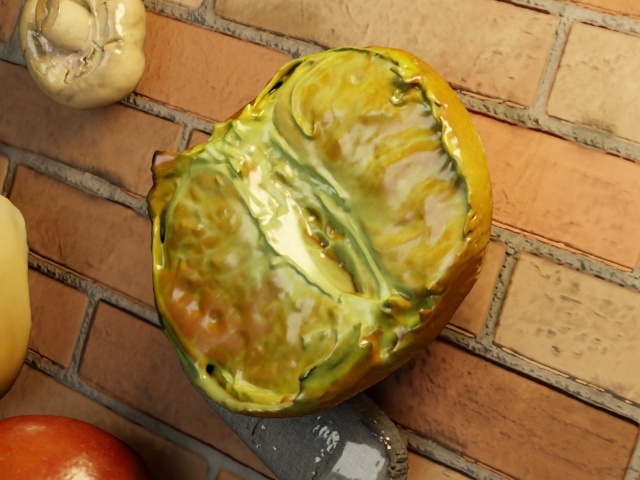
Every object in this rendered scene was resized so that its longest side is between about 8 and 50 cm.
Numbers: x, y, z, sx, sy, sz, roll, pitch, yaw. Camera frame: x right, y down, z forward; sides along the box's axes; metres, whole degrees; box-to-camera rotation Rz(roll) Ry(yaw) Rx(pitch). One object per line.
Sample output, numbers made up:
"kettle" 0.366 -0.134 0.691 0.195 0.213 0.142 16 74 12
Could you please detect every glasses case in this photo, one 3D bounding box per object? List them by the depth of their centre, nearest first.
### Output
"glasses case" -0.028 0.149 1.453 0.282 0.067 0.109 43 112 33

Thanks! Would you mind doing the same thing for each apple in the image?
"apple" -0.267 0.274 1.529 0.201 0.218 0.218 0 85 11

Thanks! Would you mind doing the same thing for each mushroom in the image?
"mushroom" -0.241 -0.210 1.614 0.154 0.122 0.154 -6 79 30

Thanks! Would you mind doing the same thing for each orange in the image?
"orange" 0.007 0.003 1.353 0.334 0.196 0.262 -44 50 8

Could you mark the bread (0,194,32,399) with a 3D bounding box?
"bread" -0.488 0.027 1.696 0.424 0.245 0.329 22 98 40
